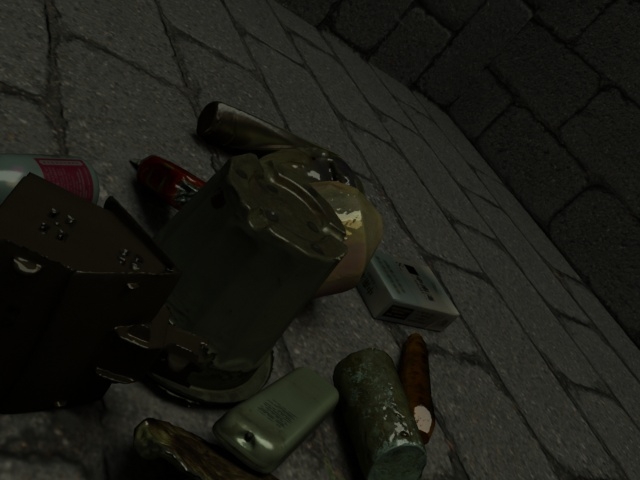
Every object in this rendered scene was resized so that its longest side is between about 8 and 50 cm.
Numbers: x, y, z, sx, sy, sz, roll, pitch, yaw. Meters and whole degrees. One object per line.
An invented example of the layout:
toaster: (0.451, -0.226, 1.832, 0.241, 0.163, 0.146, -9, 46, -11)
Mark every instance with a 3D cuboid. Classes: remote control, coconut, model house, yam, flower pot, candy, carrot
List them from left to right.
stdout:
model house: (-0.232, 0.067, 0.685, 0.243, 0.211, 0.204, 28, 29, -18)
candy: (-0.236, -0.089, 1.059, 0.086, 0.059, 0.292, 25, 3, -40)
flower pot: (-0.117, 0.034, 0.860, 0.290, 0.259, 0.290, 32, 27, -19)
remote control: (-0.044, 0.220, 0.850, 0.090, 0.038, 0.309, 34, 9, 12)
coconut: (0.000, 0.000, 1.123, 0.237, 0.237, 0.197, -23, 109, -64)
yam: (0.087, 0.267, 0.964, 0.107, 0.107, 0.194, 25, 30, -34)
carrot: (0.173, 0.249, 1.174, 0.066, 0.066, 0.314, 38, 24, -8)

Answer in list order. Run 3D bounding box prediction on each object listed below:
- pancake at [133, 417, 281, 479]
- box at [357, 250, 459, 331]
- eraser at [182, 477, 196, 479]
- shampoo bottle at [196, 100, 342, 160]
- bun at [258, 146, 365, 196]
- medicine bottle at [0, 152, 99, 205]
pancake: (-0.062, 0.262, 0.653, 0.288, 0.033, 0.286, 31, -11, -6)
box: (0.180, 0.109, 1.417, 0.243, 0.067, 0.155, 18, 35, -42)
eraser: (-0.119, 0.308, 0.678, 0.052, 0.029, 0.122, 3, 45, -55)
shampoo bottle: (-0.110, -0.210, 1.453, 0.350, 0.126, 0.084, 18, 70, -38)
bun: (-0.020, -0.095, 1.343, 0.273, 0.168, 0.273, 27, 34, -21)
medicine bottle: (-0.391, -0.065, 0.822, 0.090, 0.090, 0.217, 50, 26, 17)
